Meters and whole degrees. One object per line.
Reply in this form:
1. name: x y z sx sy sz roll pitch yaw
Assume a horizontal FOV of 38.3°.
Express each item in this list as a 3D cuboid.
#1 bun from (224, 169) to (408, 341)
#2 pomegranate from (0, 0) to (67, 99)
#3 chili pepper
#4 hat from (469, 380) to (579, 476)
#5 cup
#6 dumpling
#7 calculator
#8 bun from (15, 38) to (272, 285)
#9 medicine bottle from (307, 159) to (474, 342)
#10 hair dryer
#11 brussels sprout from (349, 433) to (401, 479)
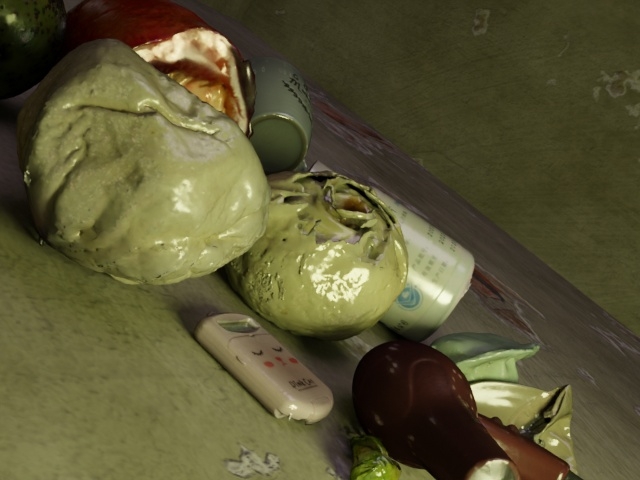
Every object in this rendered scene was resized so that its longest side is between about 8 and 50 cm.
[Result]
1. bun: 0.000 0.000 1.178 0.259 0.152 0.259 21 40 -18
2. pomegranate: -0.433 -0.300 1.176 0.214 0.214 0.248 25 30 -35
3. chili pepper: -0.232 -0.191 1.217 0.229 0.251 0.305 -9 27 -19
4. hat: 0.248 0.269 1.189 0.173 0.144 0.166 0 45 13
5. cup: -0.085 -0.203 1.811 0.258 0.186 0.234 59 9 -32
6. dumpling: 0.221 0.183 1.264 0.152 0.108 0.219 8 7 35
7. calculator: -0.061 0.131 0.975 0.175 0.032 0.100 40 15 22
8. bun: -0.196 -0.061 0.935 0.281 0.205 0.281 33 -16 11
9. medicine bottle: 0.074 0.012 1.397 0.293 0.170 0.170 35 14 -3
10. hair dryer: 0.205 0.237 0.989 0.340 0.123 0.312 29 3 -23
11. brussels sprout: 0.053 0.220 0.911 0.051 0.046 0.083 36 13 -6
